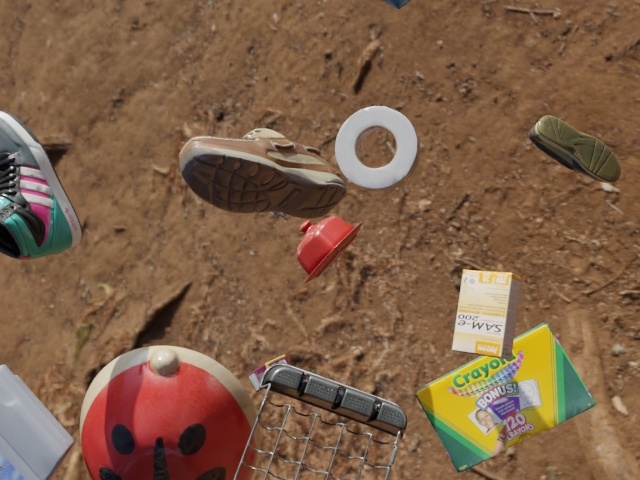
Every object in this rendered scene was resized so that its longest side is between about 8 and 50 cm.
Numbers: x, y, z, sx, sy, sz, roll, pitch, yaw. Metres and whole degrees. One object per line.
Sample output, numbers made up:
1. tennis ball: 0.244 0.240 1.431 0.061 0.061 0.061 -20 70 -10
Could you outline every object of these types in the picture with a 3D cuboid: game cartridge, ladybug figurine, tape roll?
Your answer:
1. game cartridge: -0.548 0.360 1.079 0.297 0.062 0.198 -39 91 -1
2. ladybug figurine: -0.254 0.362 1.159 0.162 0.305 0.449 -94 4 -53
3. tape roll: 0.151 -0.240 1.829 0.219 0.072 0.219 0 89 14

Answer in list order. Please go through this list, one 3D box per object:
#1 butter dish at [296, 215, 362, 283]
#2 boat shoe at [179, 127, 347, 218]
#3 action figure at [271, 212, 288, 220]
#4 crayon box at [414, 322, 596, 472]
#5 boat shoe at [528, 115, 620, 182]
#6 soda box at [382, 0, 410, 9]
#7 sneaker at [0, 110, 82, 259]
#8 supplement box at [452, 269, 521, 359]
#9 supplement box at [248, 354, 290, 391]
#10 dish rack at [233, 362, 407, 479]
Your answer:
1. butter dish: 0.000 0.000 1.665 0.118 0.160 0.160 42 129 4
2. boat shoe: -0.096 -0.117 1.117 0.123 0.324 0.116 -38 60 29
3. action figure: -0.093 -0.138 1.856 0.164 0.141 0.275 -48 26 -15
4. crayon box: 0.339 0.290 1.290 0.278 0.081 0.165 -31 79 11
5. boat shoe: 0.570 -0.200 1.561 0.080 0.223 0.073 -61 7 -16
6. soda box: 0.059 -0.387 0.927 0.071 0.067 0.210 -39 49 -9
7. sneaker: -0.598 -0.086 1.309 0.124 0.178 0.295 -17 104 41
8. supplement box: 0.196 0.087 0.816 0.062 0.036 0.098 3 78 35
9. supplement box: -0.106 0.282 1.465 0.083 0.055 0.043 -39 75 45
10. dish rack: -0.014 0.306 0.881 0.074 0.208 0.271 107 -177 -70
